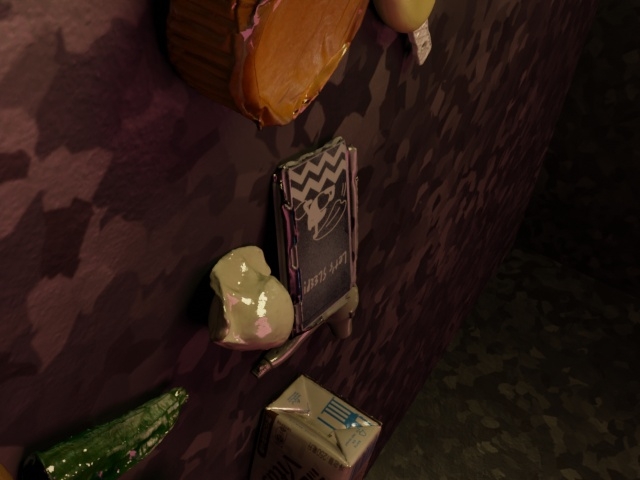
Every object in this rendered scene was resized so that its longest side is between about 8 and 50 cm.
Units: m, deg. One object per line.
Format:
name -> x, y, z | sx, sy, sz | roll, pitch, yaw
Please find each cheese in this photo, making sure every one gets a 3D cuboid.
cheese -> 0.130, -0.326, 0.868 | 0.127, 0.050, 0.255 | -62, 160, -5

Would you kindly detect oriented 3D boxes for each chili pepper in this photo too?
chili pepper -> -0.224, 0.220, 0.704 | 0.227, 0.059, 0.088 | -29, 136, -57

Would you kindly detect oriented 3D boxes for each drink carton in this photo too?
drink carton -> -0.026, 0.448, 1.213 | 0.132, 0.194, 0.324 | -32, 143, -49

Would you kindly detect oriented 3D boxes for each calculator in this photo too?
calculator -> -0.001, 0.000, 0.895 | 0.166, 0.028, 0.273 | -32, 129, -43

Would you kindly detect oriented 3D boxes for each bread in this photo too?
bread -> -0.045, -0.205, 0.549 | 0.199, 0.104, 0.199 | -50, 159, -26

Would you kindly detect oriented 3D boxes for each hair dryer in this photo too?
hair dryer -> -0.003, 0.157, 1.094 | 0.224, 0.088, 0.219 | -53, 154, 2

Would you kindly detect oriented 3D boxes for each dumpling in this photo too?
dumpling -> -0.090, 0.075, 0.807 | 0.169, 0.100, 0.133 | 11, 69, -46

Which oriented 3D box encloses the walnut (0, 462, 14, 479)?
walnut -> -0.293, 0.219, 0.209 | 0.397, 0.308, 0.354 | -58, 157, -16
